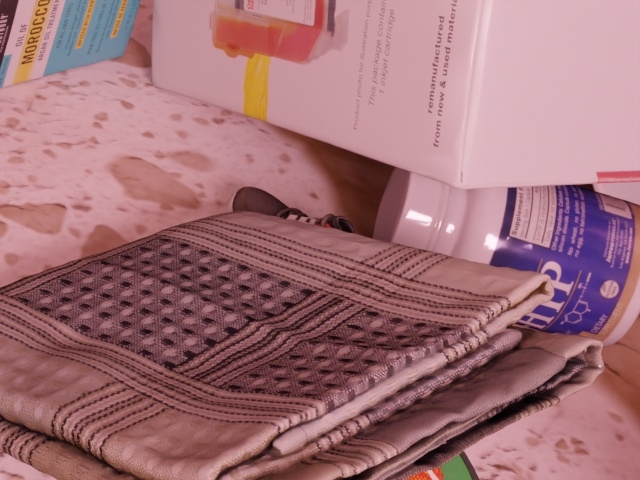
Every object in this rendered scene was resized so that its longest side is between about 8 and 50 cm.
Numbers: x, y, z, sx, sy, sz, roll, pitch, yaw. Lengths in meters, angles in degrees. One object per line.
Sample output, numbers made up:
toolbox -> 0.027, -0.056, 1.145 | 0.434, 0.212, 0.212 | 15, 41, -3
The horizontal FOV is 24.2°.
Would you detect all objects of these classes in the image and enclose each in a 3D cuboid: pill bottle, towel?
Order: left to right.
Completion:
towel -> -0.044, 0.055, 0.847 | 0.324, 0.056, 0.312 | 18, 25, 39
pill bottle -> 0.138, 0.003, 1.090 | 0.186, 0.112, 0.112 | 16, 33, -10

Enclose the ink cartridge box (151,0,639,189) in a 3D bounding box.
ink cartridge box -> 0.087, -0.159, 1.129 | 0.279, 0.160, 0.384 | -5, 18, -37

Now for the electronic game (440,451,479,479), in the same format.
electronic game -> -0.009, 0.136, 0.864 | 0.229, 0.048, 0.229 | 16, 33, -11

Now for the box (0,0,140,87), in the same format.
box -> -0.238, -0.172, 1.124 | 0.060, 0.100, 0.244 | 38, 36, 21

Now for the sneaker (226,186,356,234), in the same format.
sneaker -> 0.000, 0.000, 1.051 | 0.158, 0.065, 0.061 | 41, 36, 26

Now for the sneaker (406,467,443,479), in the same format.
sneaker -> 0.029, 0.150, 0.784 | 0.067, 0.064, 0.175 | 9, 38, -7

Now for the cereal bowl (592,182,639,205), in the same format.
cereal bowl -> 0.384, -0.108, 1.204 | 0.141, 0.339, 0.339 | 2, 37, -41
